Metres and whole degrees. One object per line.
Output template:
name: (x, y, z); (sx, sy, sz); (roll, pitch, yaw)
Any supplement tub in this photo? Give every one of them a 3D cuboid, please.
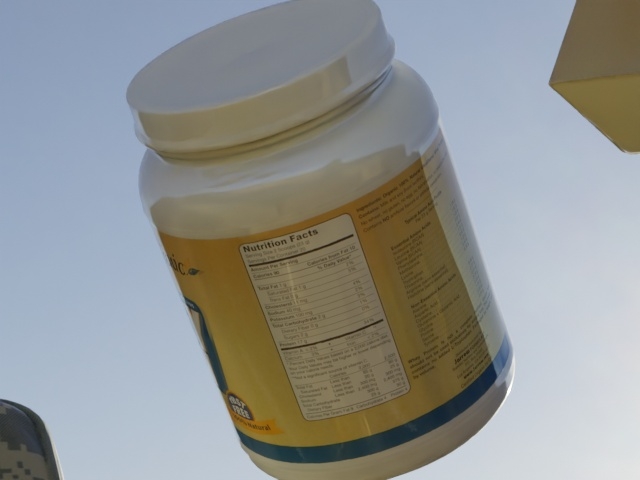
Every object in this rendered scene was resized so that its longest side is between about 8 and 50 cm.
supplement tub: (0.000, 0.000, 0.794); (0.144, 0.200, 0.144); (-17, 24, 8)

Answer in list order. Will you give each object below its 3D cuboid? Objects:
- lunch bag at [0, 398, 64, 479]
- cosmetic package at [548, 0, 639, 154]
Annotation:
lunch bag: (-0.245, 0.224, 0.736); (0.305, 0.213, 0.256); (-4, -56, -16)
cosmetic package: (0.109, -0.082, 0.444); (0.060, 0.115, 0.041); (-1, -27, 47)
